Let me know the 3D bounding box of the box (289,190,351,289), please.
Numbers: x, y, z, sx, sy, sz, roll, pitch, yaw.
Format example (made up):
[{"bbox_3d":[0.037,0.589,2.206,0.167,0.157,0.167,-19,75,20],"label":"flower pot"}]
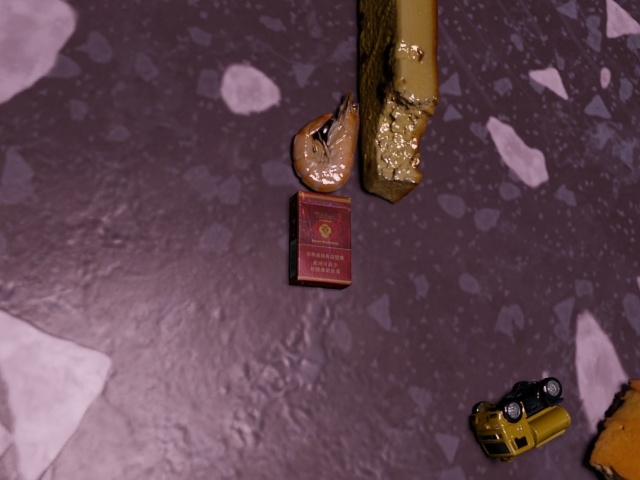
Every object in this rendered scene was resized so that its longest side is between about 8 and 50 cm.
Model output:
[{"bbox_3d":[0.000,0.000,0.729,0.052,0.023,0.081,7,72,-23],"label":"box"}]

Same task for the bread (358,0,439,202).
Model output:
[{"bbox_3d":[0.072,-0.155,0.773,0.049,0.088,0.226,9,70,-23],"label":"bread"}]

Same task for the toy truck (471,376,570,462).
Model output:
[{"bbox_3d":[0.179,0.162,0.746,0.083,0.049,0.054,-18,84,-28],"label":"toy truck"}]

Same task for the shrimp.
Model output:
[{"bbox_3d":[0.005,-0.095,0.762,0.059,0.023,0.108,13,69,-11],"label":"shrimp"}]

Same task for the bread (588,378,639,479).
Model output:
[{"bbox_3d":[0.379,0.247,0.761,0.129,0.134,0.260,-41,93,-27],"label":"bread"}]
